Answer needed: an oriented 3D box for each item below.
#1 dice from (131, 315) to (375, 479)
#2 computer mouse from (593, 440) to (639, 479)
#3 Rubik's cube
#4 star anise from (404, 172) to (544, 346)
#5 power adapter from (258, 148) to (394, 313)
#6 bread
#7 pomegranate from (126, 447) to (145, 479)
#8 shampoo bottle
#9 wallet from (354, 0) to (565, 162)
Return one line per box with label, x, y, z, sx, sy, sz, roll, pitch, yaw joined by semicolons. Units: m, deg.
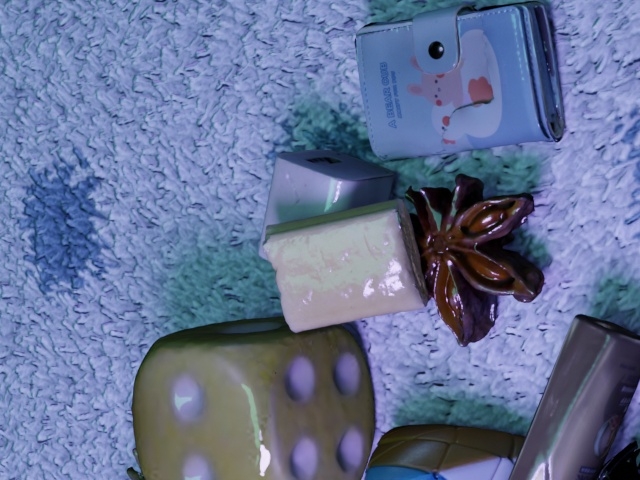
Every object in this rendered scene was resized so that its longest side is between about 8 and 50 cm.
dice;-0.081;0.224;2.004;0.226;0.238;0.233;-4;95;38
computer mouse;0.341;0.340;1.776;0.077;0.146;0.242;20;105;50
Rubik's cube;0.189;0.330;1.883;0.254;0.254;0.254;6;100;36
star anise;0.180;0.020;1.874;0.220;0.099;0.214;12;117;38
power adapter;0.000;0.000;1.980;0.125;0.130;0.205;21;107;31
bread;0.030;0.031;1.866;0.178;0.060;0.139;-14;97;21
pomegranate;-0.195;0.376;2.162;0.181;0.181;0.224;-63;38;25
shampoo bottle;0.268;0.259;1.780;0.084;0.125;0.350;26;96;39
wallet;0.161;-0.190;1.873;0.250;0.075;0.176;-5;99;37
